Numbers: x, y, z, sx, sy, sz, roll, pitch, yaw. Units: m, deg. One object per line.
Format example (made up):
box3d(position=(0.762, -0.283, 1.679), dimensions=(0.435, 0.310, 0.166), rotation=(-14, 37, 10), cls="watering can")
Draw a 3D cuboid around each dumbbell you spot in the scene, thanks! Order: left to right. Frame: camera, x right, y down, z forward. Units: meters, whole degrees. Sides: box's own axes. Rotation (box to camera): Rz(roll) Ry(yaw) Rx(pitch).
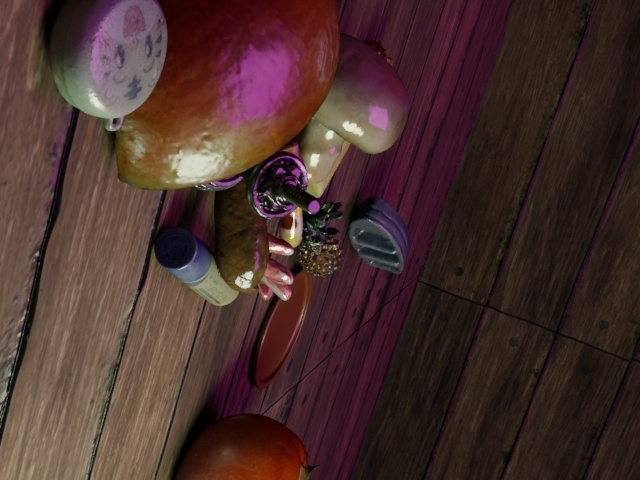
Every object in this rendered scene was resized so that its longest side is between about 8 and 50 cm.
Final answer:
box3d(position=(-0.080, -0.080, 1.171), dimensions=(0.110, 0.254, 0.110), rotation=(-18, 122, -31), cls="dumbbell")

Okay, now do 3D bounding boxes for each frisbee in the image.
box3d(position=(-0.073, 0.167, 1.974), dimensions=(0.251, 0.021, 0.251), rotation=(22, 90, -76), cls="frisbee")

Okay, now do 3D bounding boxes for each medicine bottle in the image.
box3d(position=(-0.160, 0.038, 1.370), dimensions=(0.231, 0.059, 0.059), rotation=(57, 56, -73), cls="medicine bottle")

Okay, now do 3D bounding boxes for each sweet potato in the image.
box3d(position=(-0.104, -0.068, 1.327), dimensions=(0.075, 0.075, 0.273), rotation=(11, 77, -76), cls="sweet potato")

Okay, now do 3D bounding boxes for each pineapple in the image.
box3d(position=(0.000, 0.000, 1.859), dimensions=(0.221, 0.103, 0.083), rotation=(78, 2, -65), cls="pineapple")

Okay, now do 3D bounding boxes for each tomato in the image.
box3d(position=(-0.126, 0.415, 1.711), dimensions=(0.256, 0.224, 0.256), rotation=(17, 90, -77), cls="tomato")

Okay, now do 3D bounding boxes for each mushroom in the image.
box3d(position=(0.025, -0.201, 1.486), dimensions=(0.209, 0.206, 0.206), rotation=(-35, -164, 46), cls="mushroom")

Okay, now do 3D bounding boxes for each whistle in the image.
box3d(position=(-0.187, -0.215, 0.897), dimensions=(0.126, 0.067, 0.258), rotation=(-41, 145, -51), cls="whistle")

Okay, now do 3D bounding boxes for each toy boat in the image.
box3d(position=(0.129, -0.010, 2.264), dimensions=(0.078, 0.127, 0.283), rotation=(-65, 161, -18), cls="toy boat")

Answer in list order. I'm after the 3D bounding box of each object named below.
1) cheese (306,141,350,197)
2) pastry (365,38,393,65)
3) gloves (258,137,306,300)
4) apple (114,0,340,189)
box3d(position=(-0.003, -0.159, 1.623), dimensions=(0.167, 0.094, 0.123), rotation=(-61, 174, -14), cls="cheese")
box3d(position=(0.090, -0.277, 1.855), dimensions=(0.087, 0.063, 0.169), rotation=(-28, 139, -66), cls="pastry")
box3d(position=(-0.083, -0.030, 1.451), dimensions=(0.145, 0.126, 0.241), rotation=(-84, -173, -68), cls="gloves")
box3d(position=(-0.100, -0.216, 1.095), dimensions=(0.179, 0.254, 0.346), rotation=(-17, -142, 53), cls="apple")
